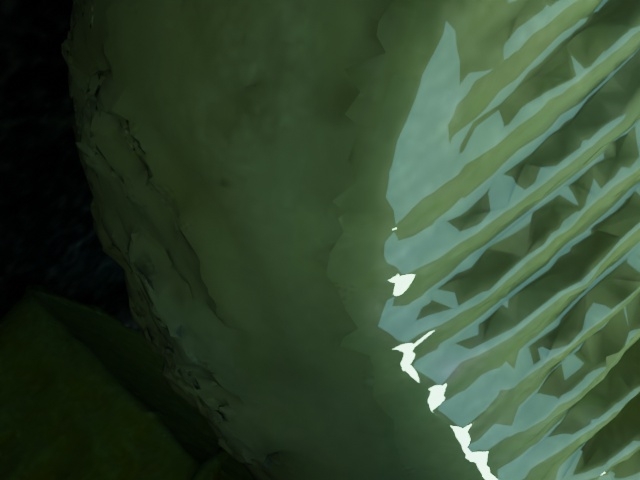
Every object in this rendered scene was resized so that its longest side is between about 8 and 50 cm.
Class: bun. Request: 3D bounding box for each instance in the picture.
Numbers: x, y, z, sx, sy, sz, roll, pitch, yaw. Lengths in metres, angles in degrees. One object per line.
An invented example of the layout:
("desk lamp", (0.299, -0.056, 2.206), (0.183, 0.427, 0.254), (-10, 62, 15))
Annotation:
("bun", (0.075, -0.069, 0.530), (0.362, 0.234, 0.326), (6, 119, -49))

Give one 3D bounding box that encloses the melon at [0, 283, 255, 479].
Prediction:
("melon", (-0.057, 0.165, 0.518), (0.331, 0.343, 0.226), (-17, 131, -32))
